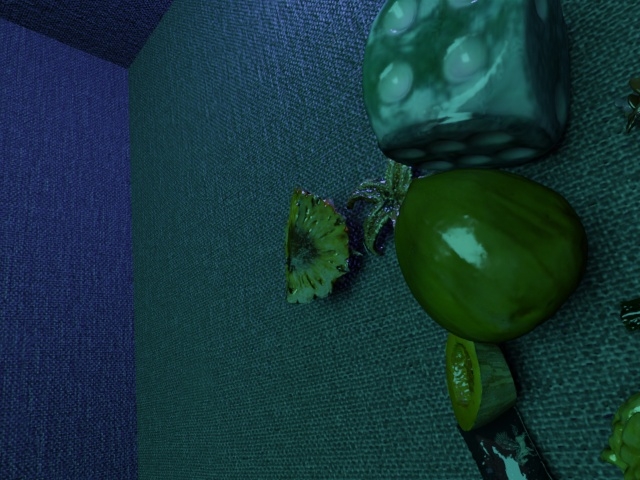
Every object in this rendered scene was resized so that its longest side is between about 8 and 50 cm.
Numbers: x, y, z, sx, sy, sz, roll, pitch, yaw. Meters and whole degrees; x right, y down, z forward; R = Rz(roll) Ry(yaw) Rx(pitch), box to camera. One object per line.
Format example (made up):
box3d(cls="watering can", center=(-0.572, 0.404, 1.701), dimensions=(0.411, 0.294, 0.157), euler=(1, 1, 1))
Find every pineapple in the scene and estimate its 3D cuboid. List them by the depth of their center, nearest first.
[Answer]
box3d(cls="pineapple", center=(-0.001, -0.001, 1.275), dimensions=(0.286, 0.209, 0.344), euler=(-115, 32, -75))

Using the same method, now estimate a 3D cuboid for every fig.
box3d(cls="fig", center=(0.297, 0.018, 0.811), dimensions=(0.343, 0.343, 0.343), euler=(-10, 76, 43))

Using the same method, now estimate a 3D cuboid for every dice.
box3d(cls="dice", center=(0.304, -0.334, 0.883), dimensions=(0.328, 0.330, 0.348), euler=(-2, 78, 43))

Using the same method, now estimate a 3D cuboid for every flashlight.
box3d(cls="flashlight", center=(0.599, -0.226, 0.789), dimensions=(0.052, 0.031, 0.110), euler=(-21, 69, 1))

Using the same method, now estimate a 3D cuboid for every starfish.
box3d(cls="starfish", center=(0.196, -0.087, 1.114), dimensions=(0.303, 0.113, 0.312), euler=(-56, 40, 19))

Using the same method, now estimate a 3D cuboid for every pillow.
box3d(cls="pillow", center=(0.375, 0.441, 0.853), dimensions=(0.141, 0.055, 0.208), euler=(-36, 47, 19))

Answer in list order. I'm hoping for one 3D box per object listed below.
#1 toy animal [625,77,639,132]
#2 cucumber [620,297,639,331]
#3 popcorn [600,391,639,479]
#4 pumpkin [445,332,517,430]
box3d(cls="toy animal", center=(0.604, -0.273, 0.747), dimensions=(0.188, 0.089, 0.179), euler=(-32, 54, 14))
box3d(cls="cucumber", center=(0.608, 0.106, 0.702), dimensions=(0.187, 0.058, 0.058), euler=(-25, 66, 39))
box3d(cls="popcorn", center=(0.556, 0.336, 0.624), dimensions=(0.216, 0.181, 0.235), euler=(-57, 44, 24))
box3d(cls="pumpkin", center=(0.338, 0.282, 0.888), dimensions=(0.110, 0.217, 0.217), euler=(-2, 79, 6))
